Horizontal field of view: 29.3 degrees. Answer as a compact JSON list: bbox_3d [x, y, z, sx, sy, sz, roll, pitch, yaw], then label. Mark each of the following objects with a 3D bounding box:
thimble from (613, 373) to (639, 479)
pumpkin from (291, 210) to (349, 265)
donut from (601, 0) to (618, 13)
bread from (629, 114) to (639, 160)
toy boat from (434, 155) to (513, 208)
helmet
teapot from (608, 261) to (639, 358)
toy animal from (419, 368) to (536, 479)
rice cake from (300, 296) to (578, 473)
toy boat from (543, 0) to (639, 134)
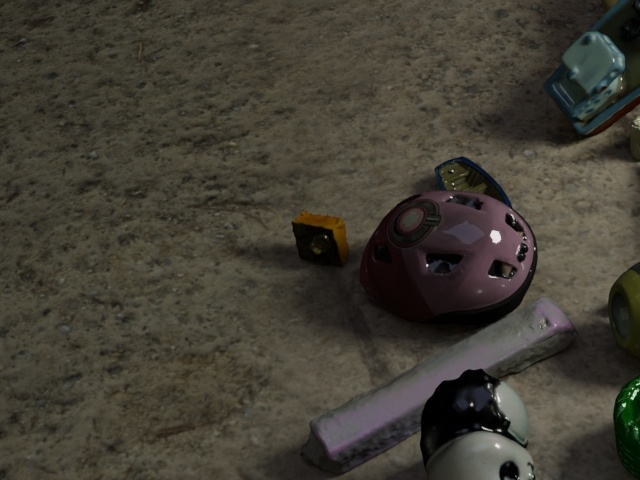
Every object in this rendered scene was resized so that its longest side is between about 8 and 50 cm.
[{"bbox_3d":[0.405,0.216,1.436,0.130,0.090,0.118,-26,39,-11],"label":"thimble"},{"bbox_3d":[0.000,0.000,1.843,0.083,0.074,0.054,10,39,31],"label":"pumpkin"},{"bbox_3d":[0.685,-0.422,1.992,0.449,0.198,0.449,-10,39,9],"label":"donut"},{"bbox_3d":[0.507,-0.163,1.858,0.083,0.070,0.035,-26,41,-19],"label":"bread"},{"bbox_3d":[0.241,-0.051,1.838,0.080,0.046,0.229,-23,40,-9],"label":"toy boat"},{"bbox_3d":[0.171,0.010,1.691,0.253,0.154,0.198,14,66,18],"label":"helmet"},{"bbox_3d":[0.432,0.087,1.567,0.119,0.130,0.166,-5,7,-8],"label":"teapot"},{"bbox_3d":[0.190,0.259,1.428,0.138,0.166,0.179,-28,48,20],"label":"toy animal"},{"bbox_3d":[0.155,0.185,1.581,0.399,0.064,0.070,-27,46,-12],"label":"rice cake"},{"bbox_3d":[0.480,-0.308,1.847,0.332,0.133,0.145,-44,61,25],"label":"toy boat"}]
